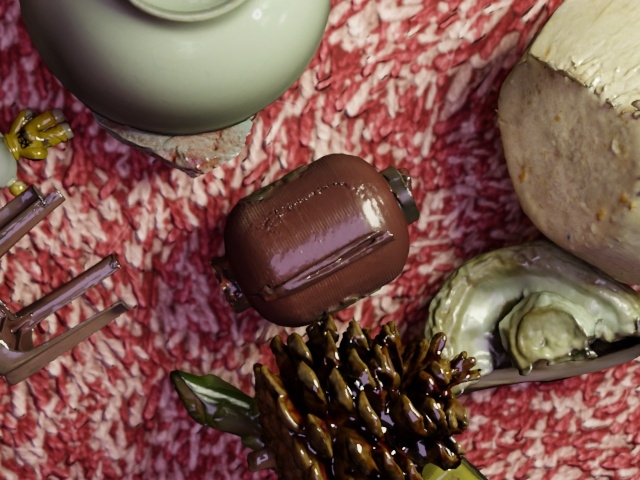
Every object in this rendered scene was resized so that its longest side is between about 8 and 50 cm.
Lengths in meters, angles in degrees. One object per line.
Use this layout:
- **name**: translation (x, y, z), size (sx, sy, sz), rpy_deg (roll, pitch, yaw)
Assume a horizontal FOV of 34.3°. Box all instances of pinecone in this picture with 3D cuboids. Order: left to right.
- **pinecone**: translation (0.046, 0.204, 1.140), size (0.257, 0.243, 0.243), rpy_deg (0, 100, 8)

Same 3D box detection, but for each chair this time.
- **chair**: translation (-0.391, 0.090, 1.157), size (0.326, 0.183, 0.175), rpy_deg (-37, 102, -1)

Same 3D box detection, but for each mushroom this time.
- **mushroom**: translation (0.259, 0.088, 1.257), size (0.267, 0.190, 0.164), rpy_deg (-22, 73, 24)

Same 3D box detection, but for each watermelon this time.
- **watermelon**: translation (-0.174, -0.118, 1.203), size (0.180, 0.094, 0.081), rpy_deg (10, 109, 7)

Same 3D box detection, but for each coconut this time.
- **coconut**: translation (0.401, -0.136, 1.159), size (0.360, 0.346, 0.346), rpy_deg (-12, 102, -27)

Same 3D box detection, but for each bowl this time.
- **bowl**: translation (-0.146, -0.294, 1.089), size (0.354, 0.185, 0.353), rpy_deg (0, 89, -10)

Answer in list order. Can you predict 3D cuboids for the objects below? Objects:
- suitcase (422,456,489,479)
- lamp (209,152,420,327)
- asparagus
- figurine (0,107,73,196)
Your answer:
- **suitcase**: translation (0.144, 0.367, 1.288), size (0.194, 0.143, 0.235), rpy_deg (-44, 116, 1)
- **lamp**: translation (0.000, 0.000, 1.198), size (0.258, 0.180, 0.180), rpy_deg (-28, 103, -1)
- **asparagus**: translation (-0.055, 0.231, 1.286), size (0.287, 0.080, 0.080), rpy_deg (17, 97, -11)
- **figurine**: translation (-0.355, -0.101, 1.187), size (0.143, 0.068, 0.101), rpy_deg (-2, 84, -9)
